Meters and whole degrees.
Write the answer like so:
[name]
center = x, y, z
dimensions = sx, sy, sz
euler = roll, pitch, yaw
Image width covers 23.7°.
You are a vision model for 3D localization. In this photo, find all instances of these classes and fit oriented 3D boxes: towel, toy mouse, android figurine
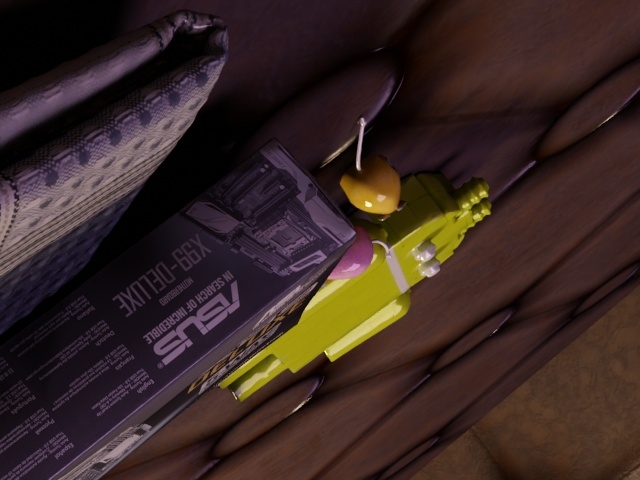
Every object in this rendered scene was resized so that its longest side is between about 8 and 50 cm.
[towel]
center = -0.210, 0.045, 0.673
dimensions = 0.324, 0.056, 0.312
euler = -38, 176, -36
[toy mouse]
center = 0.000, 0.000, 1.066
dimensions = 0.143, 0.031, 0.161
euler = -32, 148, 3
[android figurine]
center = 0.025, 0.035, 1.250
dimensions = 0.273, 0.056, 0.248
euler = -34, 165, -3

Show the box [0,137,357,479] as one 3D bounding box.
[box]
center = -0.133, 0.088, 0.893
dimensions = 0.307, 0.076, 0.242
euler = -38, 175, -17
